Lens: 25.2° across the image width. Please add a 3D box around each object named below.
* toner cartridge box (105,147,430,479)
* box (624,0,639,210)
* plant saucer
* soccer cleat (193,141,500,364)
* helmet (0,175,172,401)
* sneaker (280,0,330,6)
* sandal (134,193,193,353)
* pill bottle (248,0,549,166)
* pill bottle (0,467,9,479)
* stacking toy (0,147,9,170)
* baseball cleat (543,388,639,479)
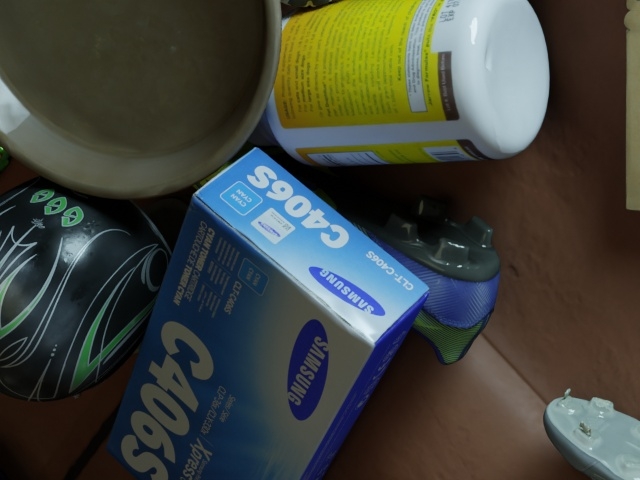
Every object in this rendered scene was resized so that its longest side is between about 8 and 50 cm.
[{"bbox_3d":[-0.054,0.105,1.090,0.165,0.075,0.348,38,139,12],"label":"toner cartridge box"},{"bbox_3d":[0.286,-0.089,0.889,0.201,0.021,0.164,7,108,33],"label":"box"},{"bbox_3d":[-0.150,-0.163,0.986,0.277,0.041,0.278,9,115,19],"label":"plant saucer"},{"bbox_3d":[0.000,0.001,1.075,0.289,0.093,0.121,26,120,26],"label":"soccer cleat"},{"bbox_3d":[-0.207,0.039,1.089,0.169,0.161,0.169,35,156,18],"label":"helmet"},{"bbox_3d":[0.010,-0.300,0.974,0.279,0.107,0.118,-62,27,17],"label":"sneaker"},{"bbox_3d":[-0.188,0.054,1.227,0.302,0.086,0.120,-23,90,37],"label":"sandal"},{"bbox_3d":[0.041,-0.111,0.995,0.215,0.117,0.117,0,104,35],"label":"pill bottle"},{"bbox_3d":[-0.314,0.317,1.375,0.219,0.123,0.123,52,126,11],"label":"pill bottle"},{"bbox_3d":[-0.308,-0.177,1.263,0.167,0.052,0.221,50,126,13],"label":"stacking toy"},{"bbox_3d":[0.232,0.192,0.983,0.206,0.072,0.109,32,127,28],"label":"baseball cleat"}]
